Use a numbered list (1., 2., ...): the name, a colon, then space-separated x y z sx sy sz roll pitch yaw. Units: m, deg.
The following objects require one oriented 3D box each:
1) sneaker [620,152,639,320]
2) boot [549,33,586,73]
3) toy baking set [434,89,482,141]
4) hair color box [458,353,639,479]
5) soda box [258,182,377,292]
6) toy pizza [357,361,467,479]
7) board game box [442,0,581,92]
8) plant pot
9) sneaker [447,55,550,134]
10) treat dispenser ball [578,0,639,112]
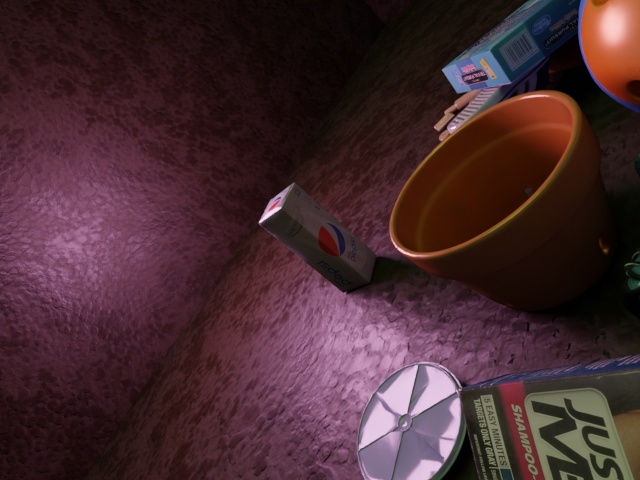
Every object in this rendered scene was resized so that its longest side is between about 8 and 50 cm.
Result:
1. sneaker: 0.378 0.008 0.441 0.147 0.129 0.330 -30 29 38
2. boot: 0.591 -0.459 0.865 0.264 0.096 0.280 -64 13 14
3. toy baking set: 0.411 -0.348 1.130 0.256 0.030 0.197 -33 29 39
4. hair color box: 0.287 0.164 0.294 0.347 0.105 0.174 -29 64 44
5. soda box: 0.000 0.000 1.013 0.098 0.286 0.091 -28 29 43
6. toy pizza: 0.134 0.275 0.631 0.201 0.032 0.201 -41 23 21
7. board game box: 0.425 -0.431 0.904 0.253 0.079 0.336 -37 12 11
8. plant pot: 0.275 -0.035 0.621 0.291 0.203 0.291 -41 23 22
9. sneaker: 0.399 -0.279 0.907 0.321 0.127 0.126 -44 12 -20
10. treat dispenser ball: 0.477 -0.294 0.516 0.288 0.288 0.288 -42 22 21
